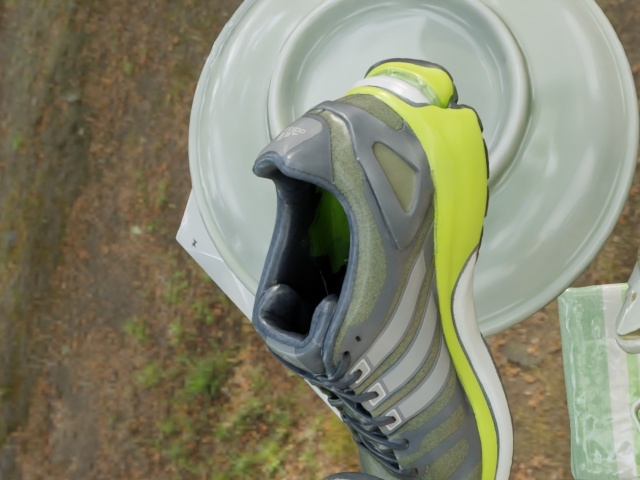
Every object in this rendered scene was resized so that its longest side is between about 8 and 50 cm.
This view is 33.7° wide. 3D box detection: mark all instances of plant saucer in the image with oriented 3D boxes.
[{"bbox_3d":[0.068,-0.108,0.902,0.401,0.100,0.400,-3,77,11],"label":"plant saucer"}]

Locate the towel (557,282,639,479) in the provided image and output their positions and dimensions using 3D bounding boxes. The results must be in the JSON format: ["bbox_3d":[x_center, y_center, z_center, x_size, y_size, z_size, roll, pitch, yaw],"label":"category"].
[{"bbox_3d":[0.449,0.161,1.226,0.325,0.038,0.247,-5,99,10],"label":"towel"}]

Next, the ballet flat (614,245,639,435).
[{"bbox_3d":[0.321,0.110,0.929,0.123,0.123,0.348,-31,59,42],"label":"ballet flat"}]

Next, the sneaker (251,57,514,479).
[{"bbox_3d":[0.023,0.059,0.578,0.111,0.121,0.299,10,115,49],"label":"sneaker"}]

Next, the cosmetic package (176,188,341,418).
[{"bbox_3d":[0.000,0.000,1.249,0.377,0.097,0.284,45,129,27],"label":"cosmetic package"}]

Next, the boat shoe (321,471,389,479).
[{"bbox_3d":[0.048,0.158,0.507,0.137,0.043,0.049,36,95,22],"label":"boat shoe"}]
